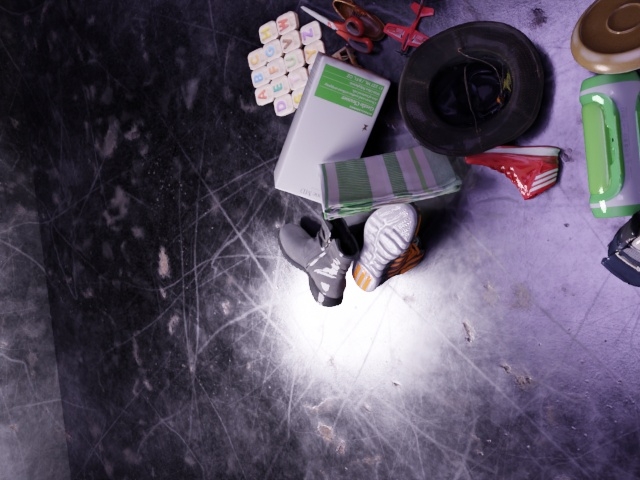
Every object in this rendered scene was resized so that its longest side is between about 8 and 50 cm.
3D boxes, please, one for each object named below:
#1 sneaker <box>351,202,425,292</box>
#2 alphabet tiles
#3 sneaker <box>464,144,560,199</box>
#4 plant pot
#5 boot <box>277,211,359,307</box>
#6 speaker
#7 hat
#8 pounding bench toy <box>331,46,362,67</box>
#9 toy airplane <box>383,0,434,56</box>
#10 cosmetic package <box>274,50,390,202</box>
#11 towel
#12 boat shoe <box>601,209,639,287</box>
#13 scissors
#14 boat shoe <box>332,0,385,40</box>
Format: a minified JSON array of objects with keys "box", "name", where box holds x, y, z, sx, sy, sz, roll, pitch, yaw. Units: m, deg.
[{"box":[0.202,-0.006,1.527,0.124,0.180,0.321,52,142,20],"name":"sneaker"},{"box":[-0.103,-0.528,1.782,0.278,0.021,0.284,-12,89,35],"name":"alphabet tiles"},{"box":[0.449,-0.160,1.413,0.221,0.087,0.128,3,96,35],"name":"sneaker"},{"box":[0.630,-0.448,1.217,0.236,0.032,0.236,-22,51,30],"name":"plant pot"},{"box":[0.000,0.000,1.651,0.338,0.118,0.222,50,138,38],"name":"boot"},{"box":[0.627,-0.200,1.263,0.131,0.131,0.296,-5,93,34],"name":"speaker"},{"box":[0.357,-0.356,1.424,0.331,0.134,0.331,2,98,15],"name":"hat"},{"box":[0.062,-0.486,1.656,0.083,0.052,0.065,-25,82,33],"name":"pounding bench toy"},{"box":[0.239,-0.554,1.543,0.151,0.028,0.151,4,98,32],"name":"toy airplane"},{"box":[0.022,-0.296,1.600,0.197,0.155,0.365,16,109,-12],"name":"cosmetic package"},{"box":[0.158,-0.157,1.452,0.325,0.248,0.038,-12,124,4],"name":"towel"},{"box":[0.759,0.066,1.226,0.341,0.127,0.158,32,156,7],"name":"boat shoe"},{"box":[0.042,-0.593,1.667,0.021,0.109,0.297,-44,43,-11],"name":"scissors"},{"box":[0.100,-0.600,1.612,0.178,0.060,0.064,44,117,22],"name":"boat shoe"}]
